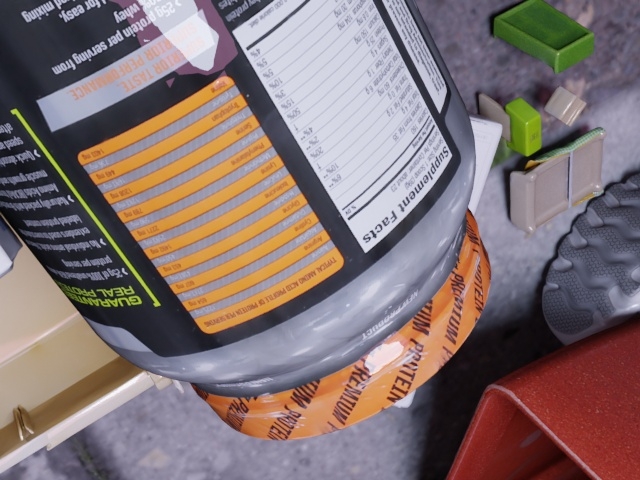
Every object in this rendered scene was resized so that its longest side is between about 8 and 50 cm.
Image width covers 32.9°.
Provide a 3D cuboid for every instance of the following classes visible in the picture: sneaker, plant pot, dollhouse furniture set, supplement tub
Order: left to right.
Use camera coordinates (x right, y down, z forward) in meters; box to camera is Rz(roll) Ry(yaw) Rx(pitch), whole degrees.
[{"bbox_3d":[-0.059,-0.078,0.444,0.193,0.193,0.316,-35,119,-8],"label":"supplement tub"},{"bbox_3d":[0.148,-0.082,0.738,0.076,0.058,0.152,-31,138,-18],"label":"dollhouse furniture set"},{"bbox_3d":[0.256,0.195,0.728,0.236,0.267,0.267,-31,151,-29],"label":"plant pot"},{"bbox_3d":[0.286,-0.007,0.778,0.281,0.105,0.115,-39,121,-5],"label":"sneaker"}]

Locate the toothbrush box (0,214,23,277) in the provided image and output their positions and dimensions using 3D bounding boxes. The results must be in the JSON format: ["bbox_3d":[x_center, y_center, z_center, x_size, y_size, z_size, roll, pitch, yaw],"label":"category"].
[{"bbox_3d":[-0.282,-0.047,0.381,0.216,0.126,0.295,-36,101,-9],"label":"toothbrush box"}]

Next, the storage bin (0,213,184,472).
[{"bbox_3d":[-0.247,0.044,0.559,0.262,0.123,0.260,-32,118,-10],"label":"storage bin"}]

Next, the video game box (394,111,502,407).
[{"bbox_3d":[0.000,0.000,0.692,0.187,0.048,0.205,10,105,-28],"label":"video game box"}]
